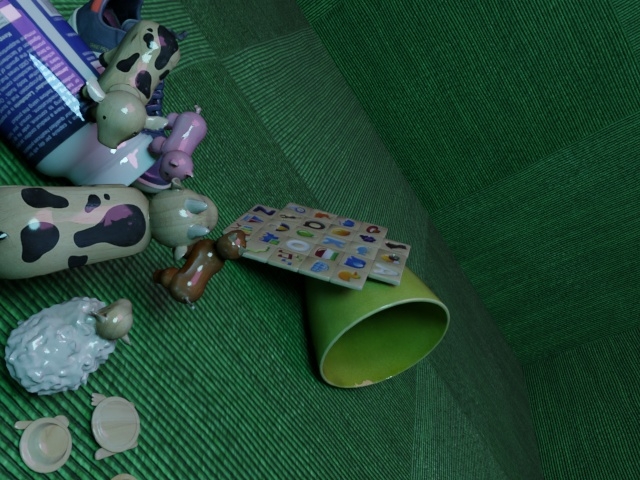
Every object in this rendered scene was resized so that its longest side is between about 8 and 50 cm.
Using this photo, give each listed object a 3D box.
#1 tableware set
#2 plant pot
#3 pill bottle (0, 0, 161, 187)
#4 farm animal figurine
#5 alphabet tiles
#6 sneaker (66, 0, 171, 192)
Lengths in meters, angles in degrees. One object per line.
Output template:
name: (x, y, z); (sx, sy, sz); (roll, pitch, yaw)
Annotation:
tableware set: (-0.246, 0.249, 0.539); (0.141, 0.020, 0.168); (19, 48, -59)
plant pot: (0.077, 0.106, 1.062); (0.275, 0.275, 0.293); (34, 22, -46)
pill bottle: (-0.336, -0.177, 0.637); (0.264, 0.153, 0.153); (52, 27, -21)
farm animal figurine: (-0.207, -0.048, 0.531); (0.327, 0.172, 0.330); (-32, 114, -40)
alphabet tiles: (0.000, 0.000, 0.986); (0.285, 0.343, 0.011); (-54, 158, -63)
sneaker: (-0.294, -0.252, 0.799); (0.131, 0.148, 0.350); (-5, 70, -64)
